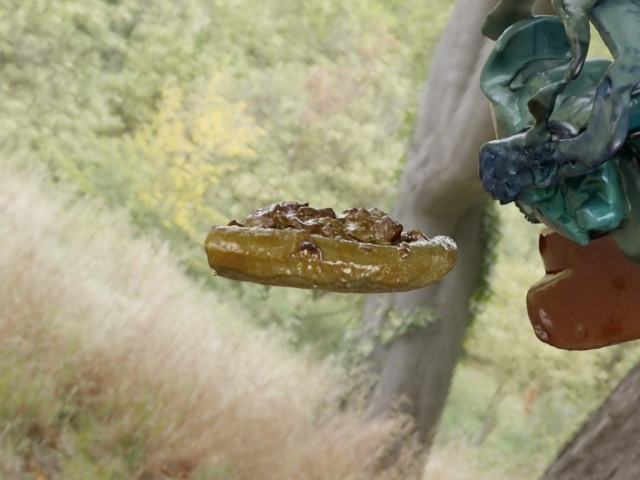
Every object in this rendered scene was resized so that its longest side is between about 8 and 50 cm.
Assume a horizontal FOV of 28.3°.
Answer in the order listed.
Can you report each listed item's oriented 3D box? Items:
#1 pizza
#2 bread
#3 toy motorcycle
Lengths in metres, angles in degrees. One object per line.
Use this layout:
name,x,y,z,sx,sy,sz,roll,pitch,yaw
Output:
pizza,0.000,0.000,1.427,0.335,0.086,0.226,1,15,-33
bread,0.340,-0.001,1.042,0.327,0.295,0.114,-10,85,-59
toy motorcycle,0.179,-0.091,0.876,0.154,0.206,0.260,-15,17,-13
